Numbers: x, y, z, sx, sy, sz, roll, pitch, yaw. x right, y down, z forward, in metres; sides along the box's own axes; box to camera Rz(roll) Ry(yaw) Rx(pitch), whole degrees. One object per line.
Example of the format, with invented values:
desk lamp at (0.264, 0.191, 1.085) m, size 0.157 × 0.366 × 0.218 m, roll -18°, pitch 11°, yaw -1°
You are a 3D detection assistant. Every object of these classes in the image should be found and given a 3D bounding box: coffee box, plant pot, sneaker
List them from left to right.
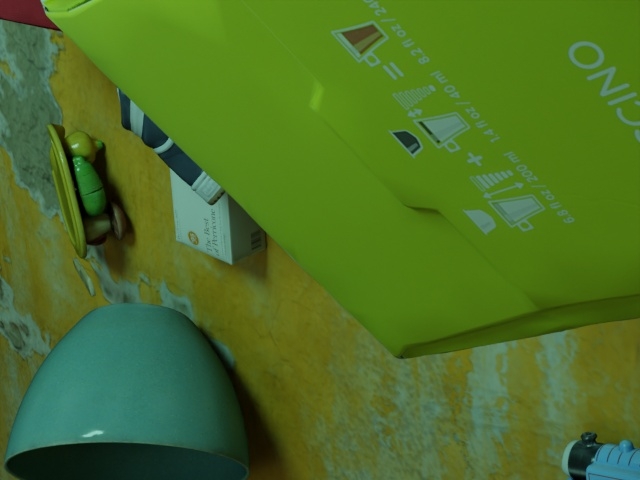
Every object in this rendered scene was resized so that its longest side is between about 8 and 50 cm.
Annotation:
plant pot at (-0.231, 0.191, 1.392) m, size 0.290 × 0.290 × 0.195 m, roll -34°, pitch 49°, yaw 50°
sneaker at (-0.092, -0.171, 1.090) m, size 0.153 × 0.099 × 0.282 m, roll 38°, pitch 125°, yaw -4°
coffee box at (0.115, -0.173, 0.661) m, size 0.337 × 0.334 × 0.338 m, roll 45°, pitch 145°, yaw -23°

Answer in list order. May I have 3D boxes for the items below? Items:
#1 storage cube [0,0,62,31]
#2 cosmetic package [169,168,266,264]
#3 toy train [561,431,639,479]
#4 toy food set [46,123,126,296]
storage cube at (-0.267, -0.333, 1.166) m, size 0.193 × 0.215 × 0.184 m, roll 17°, pitch 121°, yaw 34°
cosmetic package at (-0.119, -0.100, 1.246) m, size 0.099 × 0.060 × 0.239 m, roll 22°, pitch 125°, yaw 39°
toy train at (0.285, 0.225, 0.982) m, size 0.184 × 0.080 × 0.105 m, roll 2°, pitch 103°, yaw 48°
toy food set at (-0.298, -0.051, 1.466) m, size 0.128 × 0.071 × 0.218 m, roll -151°, pitch 48°, yaw -65°
